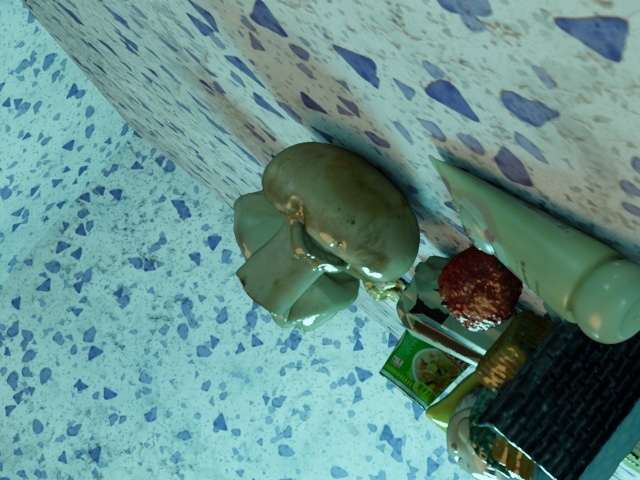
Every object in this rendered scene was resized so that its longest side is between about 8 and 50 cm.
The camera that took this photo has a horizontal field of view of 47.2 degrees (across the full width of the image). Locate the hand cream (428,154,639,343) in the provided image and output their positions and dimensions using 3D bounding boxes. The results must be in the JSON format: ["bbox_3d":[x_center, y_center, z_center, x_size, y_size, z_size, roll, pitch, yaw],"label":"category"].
[{"bbox_3d":[0.247,0.002,0.859,0.306,0.093,0.147,44,177,44],"label":"hand cream"}]

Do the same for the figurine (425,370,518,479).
[{"bbox_3d":[0.469,0.489,1.632,0.361,0.266,0.377,23,-155,-35],"label":"figurine"}]

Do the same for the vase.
[{"bbox_3d":[0.312,0.173,1.289,0.360,0.165,0.165,34,172,12],"label":"vase"}]

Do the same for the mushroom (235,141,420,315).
[{"bbox_3d":[0.000,0.000,1.196,0.292,0.290,0.292,41,177,2],"label":"mushroom"}]

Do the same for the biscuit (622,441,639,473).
[{"bbox_3d":[0.692,0.469,1.580,0.147,0.046,0.250,32,171,49],"label":"biscuit"}]

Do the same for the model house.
[{"bbox_3d":[0.291,0.182,0.971,0.226,0.261,0.241,31,170,46],"label":"model house"}]

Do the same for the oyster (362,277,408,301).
[{"bbox_3d":[0.186,0.139,1.967,0.163,0.081,0.191,33,175,11],"label":"oyster"}]

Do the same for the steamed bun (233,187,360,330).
[{"bbox_3d":[-0.035,0.029,1.712,0.342,0.255,0.367,-97,-12,-76],"label":"steamed bun"}]

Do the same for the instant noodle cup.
[{"bbox_3d":[0.265,0.272,1.755,0.207,0.232,0.207,38,173,5],"label":"instant noodle cup"}]

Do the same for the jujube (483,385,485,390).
[{"bbox_3d":[0.439,0.322,1.432,0.243,0.183,0.183,30,170,20],"label":"jujube"}]

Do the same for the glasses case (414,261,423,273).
[{"bbox_3d":[0.271,0.118,1.570,0.190,0.042,0.072,45,178,-37],"label":"glasses case"}]

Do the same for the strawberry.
[{"bbox_3d":[0.238,0.068,1.087,0.131,0.131,0.148,37,174,14],"label":"strawberry"}]
